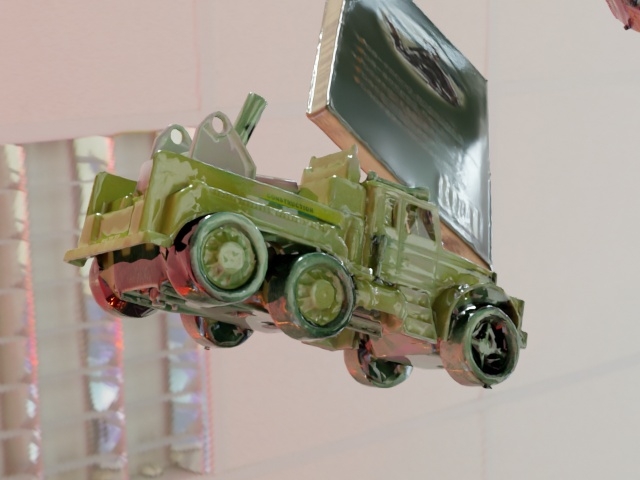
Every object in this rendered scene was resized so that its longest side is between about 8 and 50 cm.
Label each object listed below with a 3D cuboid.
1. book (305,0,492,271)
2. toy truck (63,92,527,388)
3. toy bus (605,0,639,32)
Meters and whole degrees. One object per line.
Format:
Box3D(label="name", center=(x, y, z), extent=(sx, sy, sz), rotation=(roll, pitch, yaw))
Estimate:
Box3D(label="book", center=(0.097, -0.154, 1.305), extent=(0.260, 0.043, 0.371), rotation=(43, -149, -23))
Box3D(label="toy truck", center=(0.002, 0.004, 0.688), extent=(0.260, 0.128, 0.135), rotation=(23, -110, -31))
Box3D(label="toy bus", center=(0.400, -0.410, 1.619), extent=(0.090, 0.112, 0.274), rotation=(-38, -60, -4))
